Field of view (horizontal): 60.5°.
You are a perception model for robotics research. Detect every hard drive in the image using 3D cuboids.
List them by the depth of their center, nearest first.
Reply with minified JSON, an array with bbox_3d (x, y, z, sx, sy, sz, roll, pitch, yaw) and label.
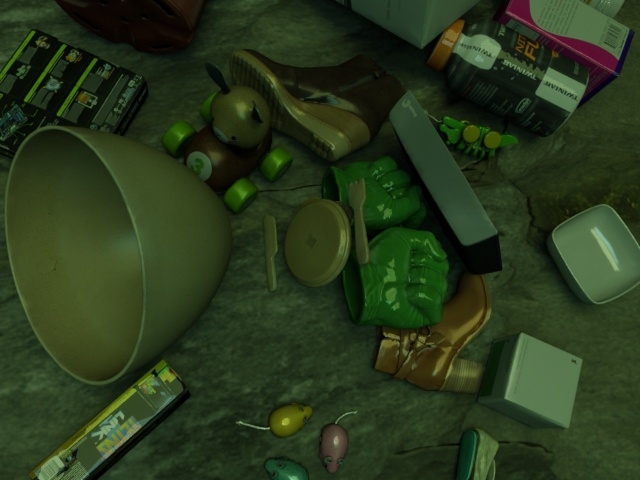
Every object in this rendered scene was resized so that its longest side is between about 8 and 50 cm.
[{"bbox_3d":[0.179,-0.077,0.795,0.054,0.172,0.255,-28,63,8],"label":"hard drive"}]

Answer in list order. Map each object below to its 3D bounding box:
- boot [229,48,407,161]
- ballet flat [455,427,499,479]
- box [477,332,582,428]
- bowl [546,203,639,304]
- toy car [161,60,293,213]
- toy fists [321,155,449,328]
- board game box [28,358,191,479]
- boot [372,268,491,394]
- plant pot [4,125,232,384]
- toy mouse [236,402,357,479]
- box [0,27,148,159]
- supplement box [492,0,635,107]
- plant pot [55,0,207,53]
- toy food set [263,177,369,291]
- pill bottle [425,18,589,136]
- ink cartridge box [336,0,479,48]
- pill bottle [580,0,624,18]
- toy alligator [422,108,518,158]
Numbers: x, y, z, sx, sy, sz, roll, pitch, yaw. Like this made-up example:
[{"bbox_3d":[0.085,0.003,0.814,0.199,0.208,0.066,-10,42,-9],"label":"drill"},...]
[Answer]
[{"bbox_3d":[0.000,-0.250,0.886,0.248,0.090,0.207,41,57,5],"label":"boot"},{"bbox_3d":[0.204,0.339,0.733,0.052,0.057,0.168,29,69,-12],"label":"ballet flat"},{"bbox_3d":[0.296,0.200,0.779,0.101,0.087,0.101,24,69,-3],"label":"box"},{"bbox_3d":[0.439,0.026,0.884,0.142,0.053,0.142,-24,77,-18],"label":"bowl"},{"bbox_3d":[-0.124,-0.155,0.756,0.155,0.188,0.149,43,69,5],"label":"toy car"},{"bbox_3d":[0.098,-0.006,0.780,0.142,0.096,0.279,-1,54,-18],"label":"toy fists"},{"bbox_3d":[-0.231,0.219,0.636,0.170,0.141,0.048,-41,82,-20],"label":"board game box"},{"bbox_3d":[0.160,0.114,0.791,0.152,0.073,0.197,13,64,0],"label":"boot"},{"bbox_3d":[-0.220,0.006,0.667,0.191,0.284,0.284,-14,72,-51],"label":"plant pot"},{"bbox_3d":[-0.014,0.283,0.718,0.160,0.031,0.143,-14,75,-16],"label":"toy mouse"},{"bbox_3d":[-0.377,-0.191,0.795,0.184,0.045,0.191,22,70,-1],"label":"box"},{"bbox_3d":[0.413,-0.354,0.973,0.220,0.114,0.111,30,70,-2],"label":"supplement box"},{"bbox_3d":[-0.255,-0.443,0.800,0.272,0.272,0.265,13,78,-7],"label":"plant pot"},{"bbox_3d":[0.000,0.000,0.758,0.038,0.192,0.133,12,68,-46],"label":"toy food set"},{"bbox_3d":[0.303,-0.282,0.917,0.245,0.130,0.131,26,69,-2],"label":"pill bottle"},{"bbox_3d":[0.105,-0.525,0.885,0.395,0.166,0.285,39,68,21],"label":"ink cartridge box"},{"bbox_3d":[0.447,-0.477,1.017,0.214,0.117,0.117,23,69,-4],"label":"pill bottle"},{"bbox_3d":[0.233,-0.173,0.912,0.189,0.056,0.051,14,110,-7],"label":"toy alligator"}]
